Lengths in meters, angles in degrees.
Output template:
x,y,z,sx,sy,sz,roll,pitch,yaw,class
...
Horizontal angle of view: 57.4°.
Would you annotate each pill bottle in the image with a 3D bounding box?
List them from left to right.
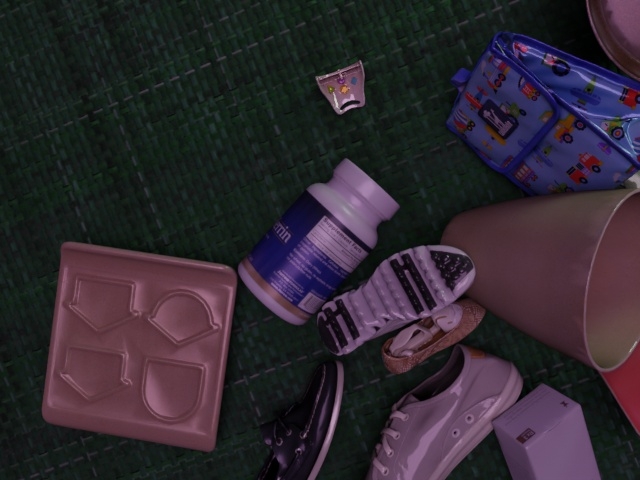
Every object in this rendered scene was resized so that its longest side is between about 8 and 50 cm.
x,y,z,sx,sy,sz,roll,pitch,yaw,class
0.000,0.000,0.982,0.153,0.153,0.264,42,94,2,pill bottle

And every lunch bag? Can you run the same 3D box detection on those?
x,y,z,sx,sy,sz,roll,pitch,yaw,class
0.339,-0.191,0.911,0.293,0.221,0.138,34,72,8,lunch bag

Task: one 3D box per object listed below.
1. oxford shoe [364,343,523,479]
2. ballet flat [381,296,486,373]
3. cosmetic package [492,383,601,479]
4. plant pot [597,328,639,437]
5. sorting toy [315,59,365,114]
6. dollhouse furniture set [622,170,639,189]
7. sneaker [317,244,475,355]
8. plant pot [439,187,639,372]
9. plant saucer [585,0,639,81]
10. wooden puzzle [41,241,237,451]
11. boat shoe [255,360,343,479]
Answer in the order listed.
x,y,z,sx,sy,sz,roll,pitch,yaw,class
0.147,0.349,0.976,0.130,0.169,0.449,42,87,-1,oxford shoe
0.191,0.156,1.006,0.206,0.073,0.067,-38,132,4,ballet flat
0.371,0.358,0.941,0.117,0.085,0.231,-30,114,-15,cosmetic package
0.577,0.205,0.900,0.243,0.275,0.275,-33,89,16,plant pot
0.042,-0.265,1.029,0.083,0.045,0.075,-19,97,4,sorting toy
0.585,-0.126,0.978,0.152,0.058,0.076,-35,88,5,dollhouse furniture set
0.128,0.091,0.946,0.292,0.118,0.110,-32,70,35,sneaker
0.329,0.032,0.893,0.274,0.257,0.256,15,94,47,plant pot
0.510,-0.357,0.780,0.311,0.050,0.310,2,108,6,plant saucer
-0.321,0.188,1.055,0.322,0.080,0.347,8,97,5,wooden puzzle
-0.057,0.356,1.010,0.113,0.127,0.340,18,102,-8,boat shoe
